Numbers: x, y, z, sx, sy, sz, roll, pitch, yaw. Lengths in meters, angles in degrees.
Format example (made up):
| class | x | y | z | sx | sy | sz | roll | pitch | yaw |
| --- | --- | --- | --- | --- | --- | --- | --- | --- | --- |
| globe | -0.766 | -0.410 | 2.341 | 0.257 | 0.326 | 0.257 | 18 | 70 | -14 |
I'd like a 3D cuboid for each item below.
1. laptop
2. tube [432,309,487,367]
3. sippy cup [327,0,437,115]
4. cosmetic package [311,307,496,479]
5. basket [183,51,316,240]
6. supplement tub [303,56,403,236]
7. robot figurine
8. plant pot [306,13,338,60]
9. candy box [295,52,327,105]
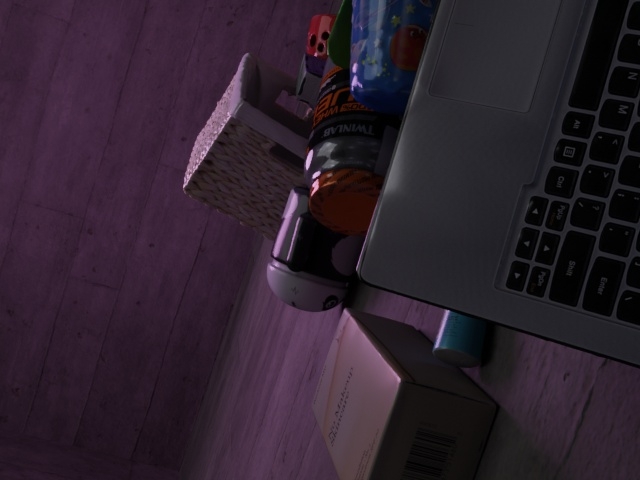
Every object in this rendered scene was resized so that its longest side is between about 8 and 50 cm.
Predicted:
| class | x | y | z | sx | sy | sz | roll | pitch | yaw |
| --- | --- | --- | --- | --- | --- | --- | --- | --- | --- |
| laptop | 0.221 | -0.115 | 0.405 | 0.236 | 0.407 | 0.382 | 23 | -96 | -67 |
| tube | 0.176 | 0.039 | 0.867 | 0.080 | 0.052 | 0.207 | -39 | 30 | 63 |
| sippy cup | 0.140 | -0.300 | 1.101 | 0.305 | 0.239 | 0.224 | 177 | 103 | -85 |
| cosmetic package | 0.083 | 0.200 | 0.906 | 0.309 | 0.113 | 0.160 | -143 | 70 | -78 |
| basket | -0.105 | -0.199 | 1.737 | 0.266 | 0.328 | 0.331 | -52 | 20 | 24 |
| supplement tub | 0.079 | -0.178 | 1.287 | 0.194 | 0.193 | 0.316 | 123 | 160 | -56 |
| robot figurine | 0.003 | 0.001 | 1.469 | 0.173 | 0.209 | 0.278 | 23 | 96 | 57 |
| plant pot | 0.054 | -0.436 | 1.831 | 0.191 | 0.191 | 0.174 | -160 | 82 | -79 |
| candy box | 0.048 | -0.332 | 1.670 | 0.165 | 0.196 | 0.070 | -95 | 24 | -63 |
